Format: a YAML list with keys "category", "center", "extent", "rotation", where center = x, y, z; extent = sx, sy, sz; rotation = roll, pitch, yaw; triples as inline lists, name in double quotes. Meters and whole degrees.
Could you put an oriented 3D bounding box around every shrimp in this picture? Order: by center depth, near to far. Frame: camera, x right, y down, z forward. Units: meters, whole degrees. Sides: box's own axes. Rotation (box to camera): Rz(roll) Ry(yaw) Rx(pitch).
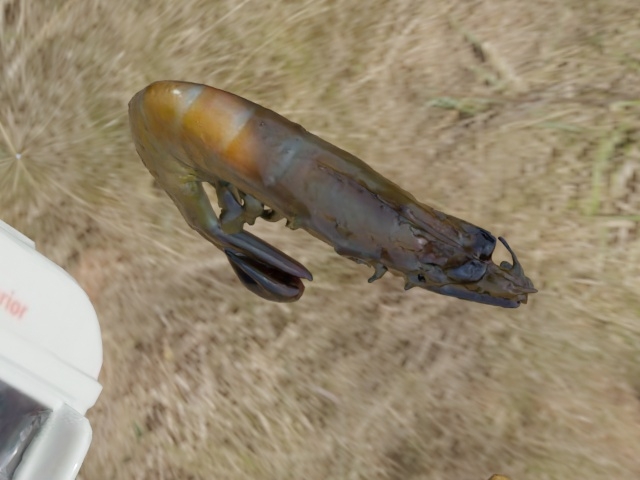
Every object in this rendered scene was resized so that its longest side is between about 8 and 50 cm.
- category: "shrimp"
  center: [-0.001, 0.001, 0.768]
  extent: [0.178, 0.124, 0.034]
  rotation: [26, 62, 13]

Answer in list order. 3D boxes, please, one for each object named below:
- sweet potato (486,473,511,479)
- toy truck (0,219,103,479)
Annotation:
- category: "sweet potato"
  center: [0.100, 0.248, 0.957]
  extent: [0.097, 0.097, 0.292]
  rotation: [-17, 102, -8]
- category: "toy truck"
  center: [-0.234, 0.004, 0.631]
  extent: [0.207, 0.173, 0.387]
  rotation: [-58, 141, -7]
